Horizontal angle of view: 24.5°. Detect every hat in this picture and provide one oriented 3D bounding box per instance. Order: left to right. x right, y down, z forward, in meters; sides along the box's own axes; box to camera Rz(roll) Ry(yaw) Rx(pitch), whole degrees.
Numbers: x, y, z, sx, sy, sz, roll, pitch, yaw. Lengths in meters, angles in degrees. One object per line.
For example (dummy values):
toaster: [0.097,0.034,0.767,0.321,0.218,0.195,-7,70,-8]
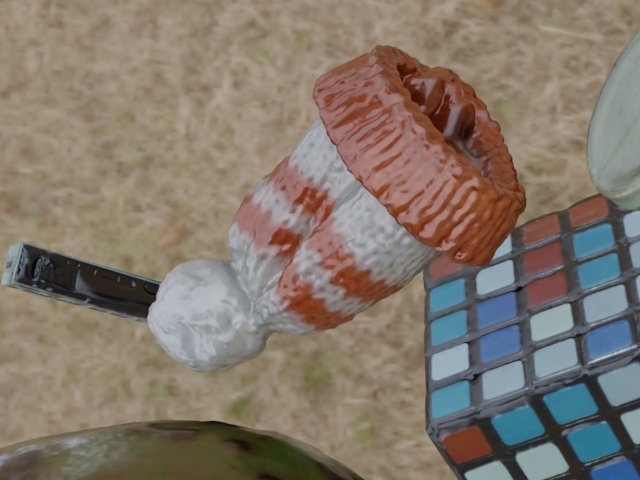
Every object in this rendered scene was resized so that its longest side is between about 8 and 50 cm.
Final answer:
hat: [0.000,0.000,0.611,0.162,0.093,0.112,-45,20,18]

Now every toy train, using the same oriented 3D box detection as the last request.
toy train: [-0.208,0.050,1.450,0.047,0.207,0.043,-15,61,60]

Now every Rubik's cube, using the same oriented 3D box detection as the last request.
Rubik's cube: [0.184,0.096,0.974,0.182,0.184,0.187,-22,30,18]

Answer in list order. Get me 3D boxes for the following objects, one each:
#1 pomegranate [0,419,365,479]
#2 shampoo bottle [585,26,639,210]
pomegranate: [-0.029,0.192,0.487,0.242,0.306,0.242,-51,17,22]
shampoo bottle: [0.266,-0.047,0.782,0.118,0.234,0.087,-62,28,31]
